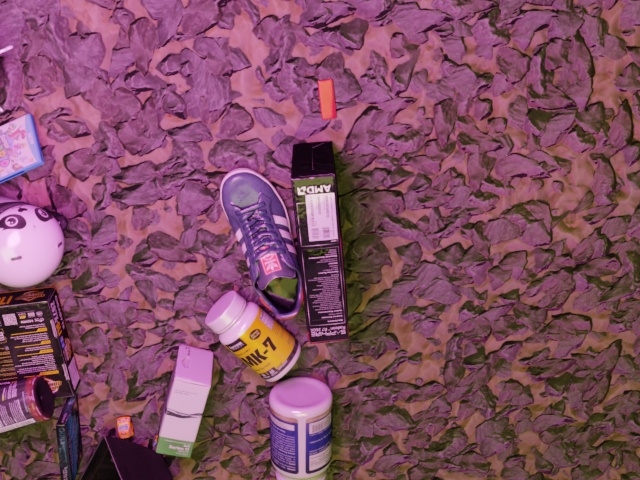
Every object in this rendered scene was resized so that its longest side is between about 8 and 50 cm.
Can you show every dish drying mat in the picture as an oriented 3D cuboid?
[{"bbox_3d":[0.014,-0.294,1.603,0.032,0.008,0.083,-8,113,-2],"label":"dish drying mat"}]

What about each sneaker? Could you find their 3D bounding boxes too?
[{"bbox_3d":[-0.114,0.014,1.651,0.131,0.148,0.350,-22,113,5],"label":"sneaker"}]

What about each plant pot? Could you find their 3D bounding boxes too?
[{"bbox_3d":[-0.459,0.605,1.859,0.167,0.188,0.187,14,115,-40],"label":"plant pot"}]

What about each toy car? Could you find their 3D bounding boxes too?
[{"bbox_3d":[-0.441,0.469,1.883,0.122,0.040,0.060,9,112,-8],"label":"toy car"}]

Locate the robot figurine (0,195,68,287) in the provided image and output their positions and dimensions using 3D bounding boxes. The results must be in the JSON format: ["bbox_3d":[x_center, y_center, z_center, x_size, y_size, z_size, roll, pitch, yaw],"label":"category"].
[{"bbox_3d":[-0.644,-0.006,1.550,0.173,0.278,0.209,47,63,-49],"label":"robot figurine"}]

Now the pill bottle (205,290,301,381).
[{"bbox_3d":[-0.155,0.217,1.754,0.119,0.119,0.208,-42,110,13],"label":"pill bottle"}]

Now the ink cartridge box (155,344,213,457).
[{"bbox_3d":[-0.316,0.372,1.790,0.087,0.153,0.208,13,113,-11],"label":"ink cartridge box"}]

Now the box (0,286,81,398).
[{"bbox_3d":[-0.738,0.249,1.743,0.322,0.079,0.257,-7,116,-2],"label":"box"}]

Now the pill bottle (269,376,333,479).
[{"bbox_3d":[-0.047,0.477,1.857,0.153,0.153,0.264,-1,114,-4],"label":"pill bottle"}]

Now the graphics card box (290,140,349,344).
[{"bbox_3d":[0.000,0.000,1.609,0.094,0.233,0.371,-6,113,2],"label":"graphics card box"}]

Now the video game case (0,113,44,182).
[{"bbox_3d":[-0.647,-0.175,1.556,0.166,0.015,0.119,-23,69,5],"label":"video game case"}]

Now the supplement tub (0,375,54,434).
[{"bbox_3d":[-0.703,0.375,1.704,0.198,0.106,0.106,-17,114,3],"label":"supplement tub"}]

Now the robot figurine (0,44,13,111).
[{"bbox_3d":[-0.759,-0.331,1.418,0.353,0.200,0.300,9,106,-9],"label":"robot figurine"}]

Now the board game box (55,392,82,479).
[{"bbox_3d":[-0.596,0.476,1.827,0.026,0.126,0.186,1,114,-5],"label":"board game box"}]
